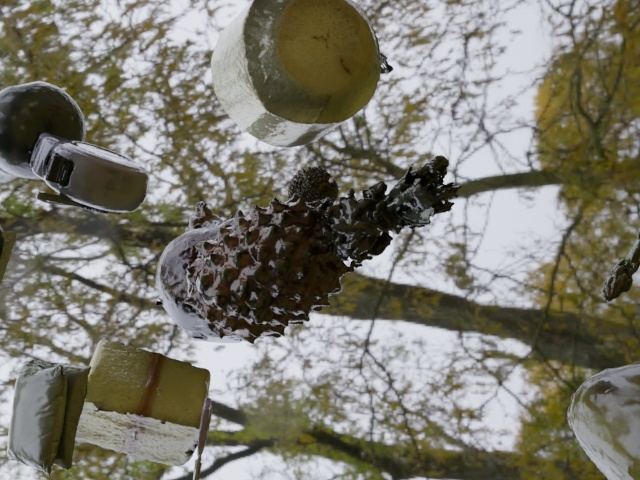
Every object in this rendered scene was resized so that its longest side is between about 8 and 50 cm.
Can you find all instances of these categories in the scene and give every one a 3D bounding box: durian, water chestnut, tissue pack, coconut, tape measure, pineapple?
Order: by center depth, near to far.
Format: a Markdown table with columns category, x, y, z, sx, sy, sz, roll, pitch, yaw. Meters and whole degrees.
| category | x | y | z | sx | sy | sz | roll | pitch | yaw |
| --- | --- | --- | --- | --- | --- | --- | --- | --- | --- |
| pineapple | 0.000 | 0.000 | 0.933 | 0.175 | 0.361 | 0.175 | 48 | -157 | -29 |
| coconut | -0.037 | -0.225 | 1.003 | 0.202 | 0.222 | 0.202 | 2 | -95 | -23 |
| tissue pack | -0.534 | 0.026 | 1.205 | 0.079 | 0.085 | 0.111 | 17 | -104 | -16 |
| durian | -0.013 | -0.076 | 1.209 | 0.080 | 0.091 | 0.080 | 24 | -145 | -18 |
| tape measure | -0.394 | -0.105 | 1.315 | 0.196 | 0.178 | 0.105 | 18 | -82 | -30 |
| water chestnut | -0.214 | 0.052 | 1.721 | 0.335 | 0.335 | 0.347 | 12 | -124 | -54 |

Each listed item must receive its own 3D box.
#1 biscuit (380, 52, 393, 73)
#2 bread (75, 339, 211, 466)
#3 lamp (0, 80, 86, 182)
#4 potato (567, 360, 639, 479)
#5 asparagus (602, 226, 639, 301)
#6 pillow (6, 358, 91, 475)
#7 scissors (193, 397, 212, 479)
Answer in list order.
| category | x | y | z | sx | sy | sz | roll | pitch | yaw |
| --- | --- | --- | --- | --- | --- | --- | --- | --- | --- |
| biscuit | -0.004 | -0.429 | 1.748 | 0.186 | 0.309 | 0.079 | 42 | -124 | -53 |
| bread | -0.371 | 0.376 | 1.552 | 0.198 | 0.263 | 0.236 | -92 | 21 | -66 |
| lamp | -0.566 | -0.197 | 1.475 | 0.181 | 0.314 | 0.182 | 5 | -99 | -32 |
| potato | 0.383 | 0.203 | 0.640 | 0.218 | 0.351 | 0.203 | -41 | -36 | -40 |
| asparagus | 0.291 | -0.024 | 0.659 | 0.233 | 0.022 | 0.023 | -49 | -57 | -31 |
| pillow | -0.469 | 0.297 | 1.298 | 0.078 | 0.134 | 0.181 | 24 | -110 | -60 |
| scissors | -0.214 | 0.390 | 1.357 | 0.110 | 0.021 | 0.212 | 109 | 166 | -64 |
